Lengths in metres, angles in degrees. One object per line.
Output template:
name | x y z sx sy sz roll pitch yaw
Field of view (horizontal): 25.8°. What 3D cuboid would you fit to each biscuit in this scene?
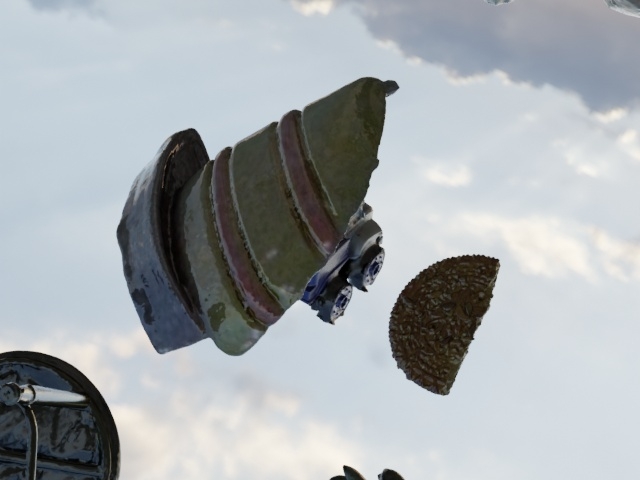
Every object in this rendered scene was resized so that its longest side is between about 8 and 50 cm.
biscuit | 0.152 0.099 1.830 0.126 0.206 0.025 14 156 25

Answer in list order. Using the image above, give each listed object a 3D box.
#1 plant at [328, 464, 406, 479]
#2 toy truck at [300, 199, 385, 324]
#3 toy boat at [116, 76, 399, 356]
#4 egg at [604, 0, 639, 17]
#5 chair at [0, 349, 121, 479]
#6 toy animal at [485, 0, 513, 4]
plant | 0.123 0.418 1.964 0.274 0.146 0.149 37 -121 -16
toy truck | 0.000 0.000 2.091 0.161 0.177 0.213 27 -134 20
toy boat | -0.078 -0.020 1.347 0.111 0.293 0.276 36 -128 -40
egg | 0.463 -0.401 1.942 0.195 0.195 0.233 18 -154 -14
chair | -0.486 0.325 1.883 0.365 0.362 0.410 4 -176 14
toy animal | 0.152 -0.403 1.260 0.188 0.308 0.266 49 172 -37
